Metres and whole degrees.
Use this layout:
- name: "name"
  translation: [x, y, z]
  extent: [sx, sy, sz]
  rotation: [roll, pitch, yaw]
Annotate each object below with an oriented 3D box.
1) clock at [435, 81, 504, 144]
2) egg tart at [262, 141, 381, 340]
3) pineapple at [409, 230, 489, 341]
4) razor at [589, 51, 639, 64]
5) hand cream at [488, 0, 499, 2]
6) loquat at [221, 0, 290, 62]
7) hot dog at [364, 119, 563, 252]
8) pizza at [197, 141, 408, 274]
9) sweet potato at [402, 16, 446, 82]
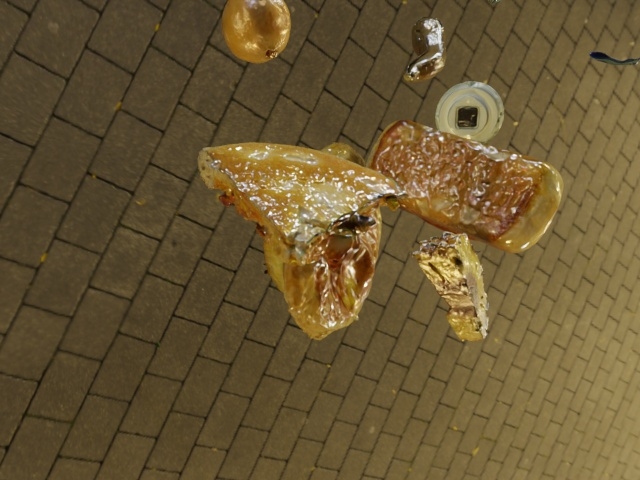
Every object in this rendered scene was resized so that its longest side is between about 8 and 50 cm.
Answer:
- name: "clock"
  translation: [0.526, -0.440, 1.654]
  extent: [0.053, 0.237, 0.236]
  rotation: [-49, 127, -55]
- name: "egg tart"
  translation: [0.000, 0.000, 1.046]
  extent: [0.443, 0.178, 0.442]
  rotation: [7, 90, -66]
- name: "pineapple"
  translation: [0.239, 0.058, 0.823]
  extent: [0.233, 0.080, 0.135]
  rotation: [60, 38, -30]
- name: "razor"
  translation: [0.674, -0.411, 1.051]
  extent: [0.044, 0.154, 0.028]
  rotation: [-12, 115, -19]
- name: "hand cream"
  translation: [0.507, -0.662, 1.168]
  extent: [0.224, 0.048, 0.083]
  rotation: [-26, 109, -2]
- name: "loquat"
  translation: [-0.202, -0.679, 1.469]
  extent: [0.193, 0.238, 0.238]
  rotation: [-24, 113, -49]
- name: "hot dog"
  translation: [0.303, -0.109, 0.996]
  extent: [0.223, 0.405, 0.185]
  rotation: [19, 99, -56]
- name: "pizza"
  translation: [-0.027, -0.042, 0.615]
  extent: [0.290, 0.228, 0.081]
  rotation: [8, 130, -8]
- name: "sweet potato"
  translation: [0.221, -0.390, 0.966]
  extent: [0.062, 0.081, 0.233]
  rotation: [90, 13, -51]
